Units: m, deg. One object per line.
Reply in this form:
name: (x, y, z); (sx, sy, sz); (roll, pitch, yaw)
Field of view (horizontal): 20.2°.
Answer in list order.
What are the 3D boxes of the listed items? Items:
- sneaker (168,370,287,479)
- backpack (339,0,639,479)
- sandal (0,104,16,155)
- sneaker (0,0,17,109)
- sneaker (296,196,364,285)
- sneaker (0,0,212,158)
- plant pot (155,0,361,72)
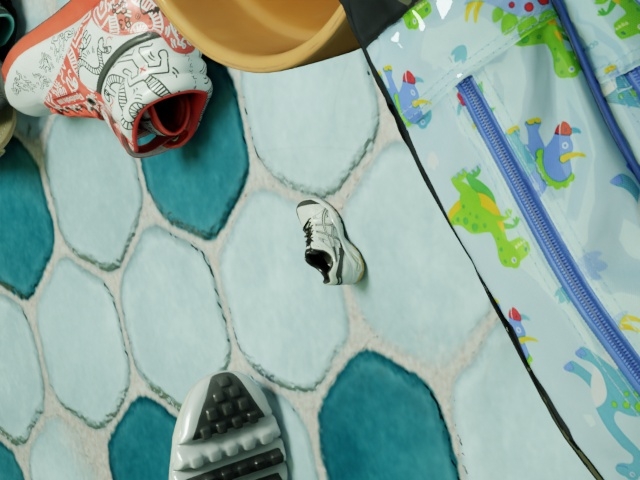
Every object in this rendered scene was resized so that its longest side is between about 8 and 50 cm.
sneaker: (-0.096, 0.245, 1.540); (0.118, 0.110, 0.292); (27, 121, 56)
backpack: (0.196, -0.010, 0.928); (0.273, 0.290, 0.355); (-20, 75, 33)
sandal: (-0.349, -0.109, 1.799); (0.240, 0.088, 0.079); (37, 159, 49)
sneaker: (-0.346, -0.225, 1.743); (0.106, 0.101, 0.267); (-22, 65, 14)
sneaker: (0.000, 0.000, 1.390); (0.083, 0.037, 0.032); (55, 140, 29)
sneaker: (-0.188, -0.126, 1.552); (0.270, 0.090, 0.145); (-34, 71, 48)
plant pot: (0.024, -0.261, 1.143); (0.291, 0.203, 0.291); (18, 114, 49)
